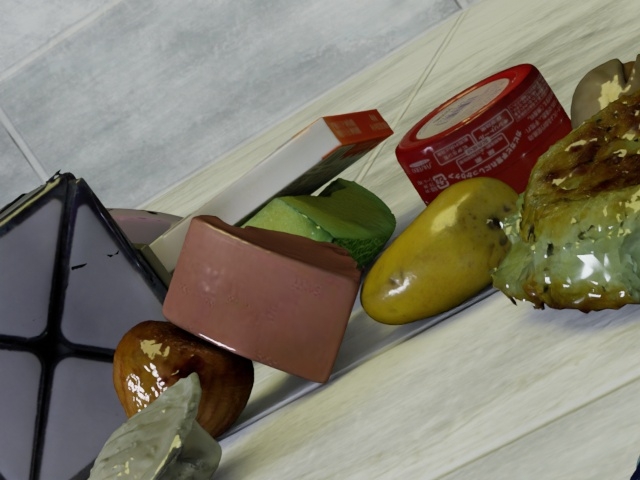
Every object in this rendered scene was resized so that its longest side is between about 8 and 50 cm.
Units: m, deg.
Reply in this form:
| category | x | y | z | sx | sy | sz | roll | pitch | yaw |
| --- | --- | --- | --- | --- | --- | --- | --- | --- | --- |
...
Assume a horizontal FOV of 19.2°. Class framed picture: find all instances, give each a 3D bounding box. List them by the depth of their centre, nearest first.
| category | x | y | z | sx | sy | sz | roll | pitch | yaw |
| --- | --- | --- | --- | --- | --- | --- | --- | --- | --- |
| framed picture | -0.182 | 0.077 | 2.261 | 0.016 | 0.184 | 0.250 | -38 | 10 | -13 |

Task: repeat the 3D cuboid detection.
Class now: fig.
| category | x | y | z | sx | sy | sz | roll | pitch | yaw |
| --- | --- | --- | --- | --- | --- | --- | --- | --- | --- |
| fig | -0.153 | 0.188 | 1.948 | 0.146 | 0.201 | 0.134 | 14 | -1 | 34 |

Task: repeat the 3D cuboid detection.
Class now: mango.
| category | x | y | z | sx | sy | sz | roll | pitch | yaw |
| --- | --- | --- | --- | --- | --- | --- | --- | --- | --- |
| mango | 0.120 | 0.017 | 1.857 | 0.195 | 0.098 | 0.137 | -41 | 5 | 27 |

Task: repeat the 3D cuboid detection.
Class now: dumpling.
| category | x | y | z | sx | sy | sz | roll | pitch | yaw |
| --- | --- | --- | --- | --- | --- | --- | --- | --- | --- |
| dumpling | -0.152 | 0.213 | 1.788 | 0.176 | 0.092 | 0.150 | -39 | 8 | -19 |

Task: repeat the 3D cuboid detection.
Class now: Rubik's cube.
| category | x | y | z | sx | sy | sz | roll | pitch | yaw |
| --- | --- | --- | --- | --- | --- | --- | --- | --- | --- |
| Rubik's cube | -0.332 | 0.126 | 2.203 | 0.310 | 0.305 | 0.307 | -39 | 9 | -14 |

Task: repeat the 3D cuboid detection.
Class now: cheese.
| category | x | y | z | sx | sy | sz | roll | pitch | yaw |
| --- | --- | --- | --- | --- | --- | --- | --- | --- | --- |
| cheese | -0.063 | 0.046 | 1.949 | 0.203 | 0.177 | 0.128 | -114 | 43 | -79 |

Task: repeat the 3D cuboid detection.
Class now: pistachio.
| category | x | y | z | sx | sy | sz | roll | pitch | yaw |
| --- | --- | --- | --- | --- | --- | --- | --- | --- | --- |
| pistachio | 0.309 | -0.122 | 1.875 | 0.124 | 0.124 | 0.185 | -32 | -6 | 14 |

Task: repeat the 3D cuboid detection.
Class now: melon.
| category | x | y | z | sx | sy | sz | roll | pitch | yaw |
| --- | --- | --- | --- | --- | --- | --- | --- | --- | --- |
| melon | 0.000 | 0.000 | 2.236 | 0.196 | 0.124 | 0.323 | -29 | -2 | 27 |

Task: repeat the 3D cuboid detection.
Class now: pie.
| category | x | y | z | sx | sy | sz | roll | pitch | yaw |
| --- | --- | --- | --- | --- | --- | --- | --- | --- | --- |
| pie | 0.297 | -0.053 | 1.603 | 0.355 | 0.103 | 0.288 | -31 | 16 | 6 |

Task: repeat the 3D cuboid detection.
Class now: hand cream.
| category | x | y | z | sx | sy | sz | roll | pitch | yaw |
| --- | --- | --- | --- | --- | --- | --- | --- | --- | --- |
| hand cream | 0.188 | -0.098 | 2.087 | 0.193 | 0.125 | 0.193 | -30 | 11 | 7 |

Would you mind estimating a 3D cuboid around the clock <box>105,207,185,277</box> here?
| category | x | y | z | sx | sy | sz | roll | pitch | yaw |
| --- | --- | --- | --- | --- | --- | --- | --- | --- | --- |
| clock | -0.274 | 0.025 | 2.538 | 0.296 | 0.113 | 0.322 | 3 | -10 | -12 |

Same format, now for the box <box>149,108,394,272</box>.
| category | x | y | z | sx | sy | sz | roll | pitch | yaw |
| --- | --- | --- | --- | --- | --- | --- | --- | --- | --- |
| box | -0.054 | -0.063 | 2.269 | 0.265 | 0.048 | 0.273 | -36 | -3 | 15 |

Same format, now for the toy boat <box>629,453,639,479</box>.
| category | x | y | z | sx | sy | sz | roll | pitch | yaw |
| --- | --- | --- | --- | --- | --- | --- | --- | --- | --- |
| toy boat | 0.309 | 0.076 | 1.094 | 0.291 | 0.067 | 0.220 | -34 | 9 | -17 |
